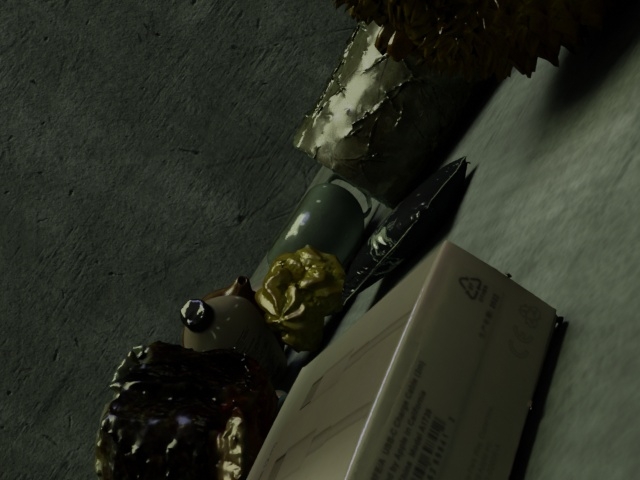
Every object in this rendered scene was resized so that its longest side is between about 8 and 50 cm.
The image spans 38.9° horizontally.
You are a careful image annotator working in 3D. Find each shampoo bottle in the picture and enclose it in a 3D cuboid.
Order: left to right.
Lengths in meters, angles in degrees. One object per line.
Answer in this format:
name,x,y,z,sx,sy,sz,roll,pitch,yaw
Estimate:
shampoo bottle,-0.131,0.153,1.346,0.127,0.078,0.257,-50,-32,-9

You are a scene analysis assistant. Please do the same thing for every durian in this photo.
durian,0.174,-0.337,0.917,0.384,0.347,0.347,-58,6,-8

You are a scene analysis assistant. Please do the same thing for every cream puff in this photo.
cream puff,-0.029,0.086,1.323,0.156,0.121,0.156,-50,11,14

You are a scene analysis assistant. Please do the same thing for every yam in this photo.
yam,0.114,-0.233,1.371,0.348,0.241,0.241,-60,6,10

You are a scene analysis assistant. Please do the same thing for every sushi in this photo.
sushi,-0.131,0.208,0.954,0.343,0.182,0.196,-104,4,-81

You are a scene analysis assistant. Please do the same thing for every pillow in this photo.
pillow,0.100,-0.011,1.130,0.141,0.055,0.208,-54,3,-41

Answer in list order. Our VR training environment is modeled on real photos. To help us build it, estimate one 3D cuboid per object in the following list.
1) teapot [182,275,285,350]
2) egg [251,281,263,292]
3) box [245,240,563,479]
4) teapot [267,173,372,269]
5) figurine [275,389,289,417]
teapot,-0.139,0.187,1.519,0.135,0.178,0.252,161,109,-71
egg,-0.097,0.131,1.691,0.135,0.103,0.103,-50,9,35
box,0.037,0.148,0.625,0.252,0.106,0.203,-50,11,53
teapot,0.000,0.000,1.533,0.294,0.129,0.193,-58,6,-32
figurine,-0.146,0.273,1.247,0.193,0.140,0.265,-49,-6,-20
